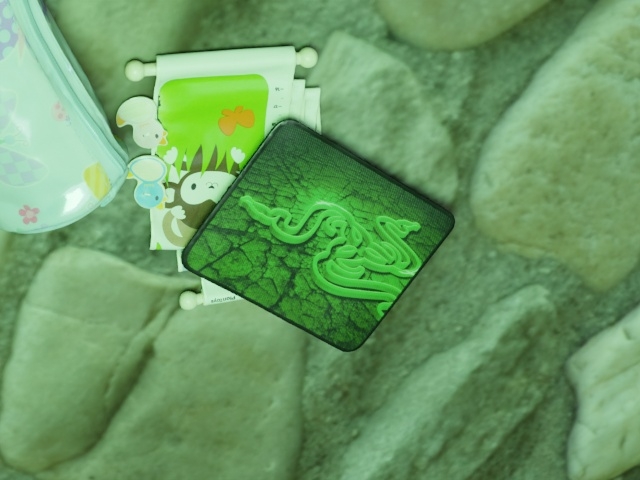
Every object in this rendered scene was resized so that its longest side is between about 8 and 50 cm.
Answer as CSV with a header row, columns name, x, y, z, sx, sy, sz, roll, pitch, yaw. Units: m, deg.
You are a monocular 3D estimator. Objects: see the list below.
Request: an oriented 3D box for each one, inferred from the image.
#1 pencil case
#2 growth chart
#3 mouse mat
name,x,y,z,sx,sy,sz,roll,pitch,yaw
pencil case,-0.231,-0.136,1.143,0.124,0.113,0.273,-12,125,14
growth chart,-0.067,-0.048,1.306,0.172,0.021,0.237,-14,121,-10
mouse mat,0.000,0.000,1.337,0.190,0.007,0.152,29,106,-29
